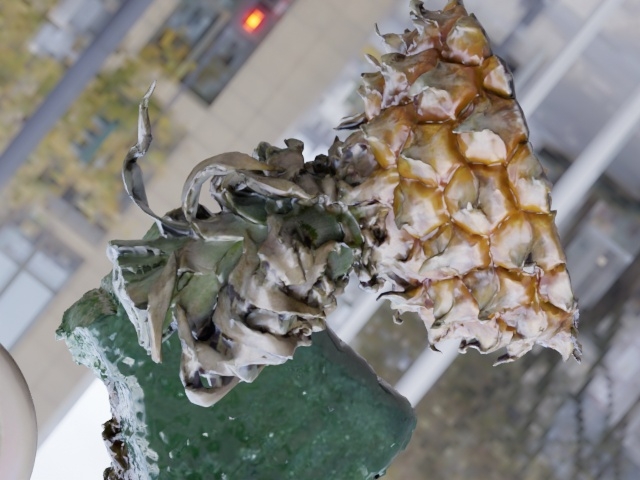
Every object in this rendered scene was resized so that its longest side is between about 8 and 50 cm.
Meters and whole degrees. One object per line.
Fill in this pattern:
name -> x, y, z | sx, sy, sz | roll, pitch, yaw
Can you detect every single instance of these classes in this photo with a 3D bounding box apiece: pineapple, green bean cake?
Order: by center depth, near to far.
pineapple -> 0.000, 0.000, 1.272 | 0.262, 0.271, 0.262 | 161, 90, -85
green bean cake -> -0.115, 0.165, 1.813 | 0.308, 0.300, 0.169 | 46, 174, -19

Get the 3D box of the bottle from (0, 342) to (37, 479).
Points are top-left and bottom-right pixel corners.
bottle -> -0.276, 0.117, 1.167 | 0.147, 0.147, 0.236 | 38, 157, -22
